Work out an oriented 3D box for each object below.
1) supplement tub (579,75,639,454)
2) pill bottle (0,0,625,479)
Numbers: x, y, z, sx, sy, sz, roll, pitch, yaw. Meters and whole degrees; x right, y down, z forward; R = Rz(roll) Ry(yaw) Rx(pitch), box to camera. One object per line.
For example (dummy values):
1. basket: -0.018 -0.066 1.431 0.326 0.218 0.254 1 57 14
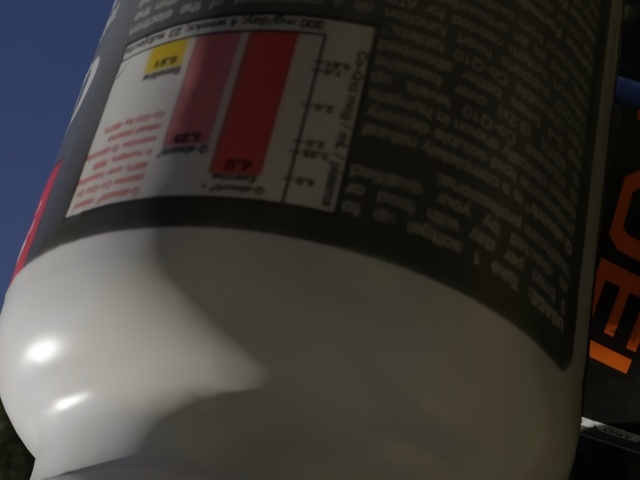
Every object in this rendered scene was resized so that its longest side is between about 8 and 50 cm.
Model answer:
1. supplement tub: 0.175 0.014 0.777 0.207 0.337 0.207 17 -90 -87
2. pill bottle: 0.000 0.000 0.509 0.210 0.210 0.363 73 -155 -54
